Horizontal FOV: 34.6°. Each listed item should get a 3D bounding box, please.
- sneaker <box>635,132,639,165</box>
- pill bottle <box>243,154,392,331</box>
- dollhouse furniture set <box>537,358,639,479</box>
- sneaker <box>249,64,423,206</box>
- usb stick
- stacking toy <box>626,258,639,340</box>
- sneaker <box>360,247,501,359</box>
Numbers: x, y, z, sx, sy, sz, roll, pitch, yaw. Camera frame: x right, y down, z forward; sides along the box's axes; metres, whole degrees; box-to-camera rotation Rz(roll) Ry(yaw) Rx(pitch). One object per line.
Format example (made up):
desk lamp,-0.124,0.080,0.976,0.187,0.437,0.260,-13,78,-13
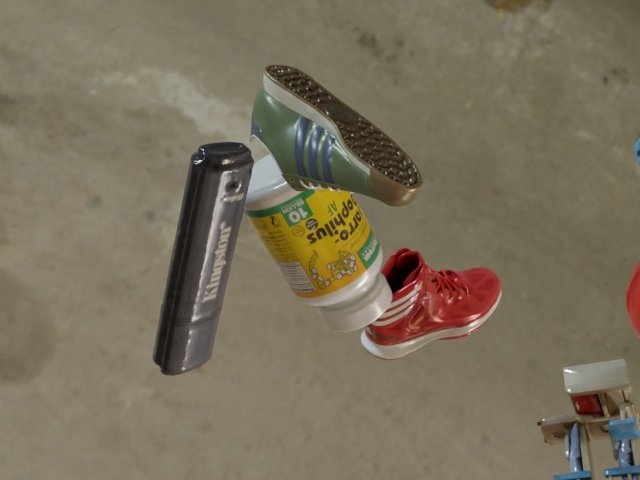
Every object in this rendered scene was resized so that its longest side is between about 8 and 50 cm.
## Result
sneaker,0.605,-0.146,1.427,0.341,0.139,0.125,-12,90,6
pill bottle,0.000,0.000,1.178,0.117,0.118,0.208,-49,122,-36
dollhouse furniture set,0.329,0.254,1.262,0.129,0.183,0.129,-11,51,17
sneaker,0.006,-0.075,0.938,0.192,0.086,0.064,42,36,24
usb stick,-0.128,0.025,1.112,0.077,0.278,0.045,-10,36,-40
stacking toy,0.236,-0.047,0.555,0.141,0.330,0.141,-2,43,2
sneaker,0.152,0.060,1.299,0.221,0.128,0.087,-27,49,-31
